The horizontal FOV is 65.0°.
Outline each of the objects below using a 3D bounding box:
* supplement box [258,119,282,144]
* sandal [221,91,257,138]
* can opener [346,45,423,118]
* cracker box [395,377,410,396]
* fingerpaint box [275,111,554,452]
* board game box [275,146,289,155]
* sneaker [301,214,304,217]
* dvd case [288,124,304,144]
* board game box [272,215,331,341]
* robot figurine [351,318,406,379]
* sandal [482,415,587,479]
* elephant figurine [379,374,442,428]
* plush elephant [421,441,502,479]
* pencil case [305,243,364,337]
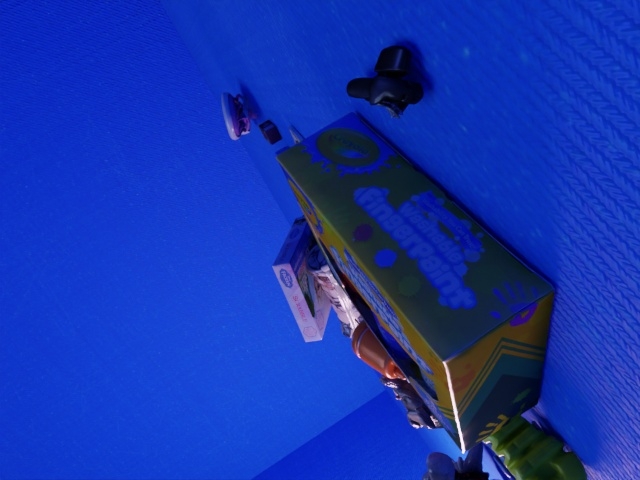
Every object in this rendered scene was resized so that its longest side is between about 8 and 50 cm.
[{"bbox_3d":[-0.169,-0.361,1.676,0.083,0.043,0.054,51,170,54],"label":"supplement box"},{"bbox_3d":[-0.294,-0.479,1.890,0.416,0.103,0.169,-97,-7,-74],"label":"sandal"},{"bbox_3d":[0.077,-0.188,0.623,0.059,0.073,0.186,20,-173,-14],"label":"can opener"},{"bbox_3d":[0.312,0.493,1.743,0.156,0.067,0.232,16,144,45],"label":"cracker box"},{"bbox_3d":[0.138,0.066,0.814,0.444,0.163,0.371,53,172,39],"label":"fingerpaint box"},{"bbox_3d":[-0.066,-0.207,1.607,0.160,0.047,0.210,61,172,-25],"label":"board game box"},{"bbox_3d":[0.000,0.000,1.893,0.232,0.091,0.081,58,174,7],"label":"sneaker"},{"bbox_3d":[-0.049,-0.256,1.402,0.087,0.013,0.119,53,171,40],"label":"dvd case"},{"bbox_3d":[-0.042,0.125,1.740,0.318,0.066,0.317,-70,-36,-56],"label":"board game box"},{"bbox_3d":[0.174,0.299,1.398,0.158,0.128,0.220,26,-179,-44],"label":"robot figurine"},{"bbox_3d":[0.318,0.326,0.901,0.317,0.126,0.138,56,178,29],"label":"sandal"},{"bbox_3d":[0.304,0.481,1.491,0.239,0.186,0.169,52,-156,-57],"label":"elephant figurine"},{"bbox_3d":[0.428,0.705,1.444,0.255,0.272,0.329,-47,-33,-61],"label":"plush elephant"},{"bbox_3d":[0.085,0.170,1.725,0.183,0.160,0.410,-108,-7,-51],"label":"pencil case"}]
